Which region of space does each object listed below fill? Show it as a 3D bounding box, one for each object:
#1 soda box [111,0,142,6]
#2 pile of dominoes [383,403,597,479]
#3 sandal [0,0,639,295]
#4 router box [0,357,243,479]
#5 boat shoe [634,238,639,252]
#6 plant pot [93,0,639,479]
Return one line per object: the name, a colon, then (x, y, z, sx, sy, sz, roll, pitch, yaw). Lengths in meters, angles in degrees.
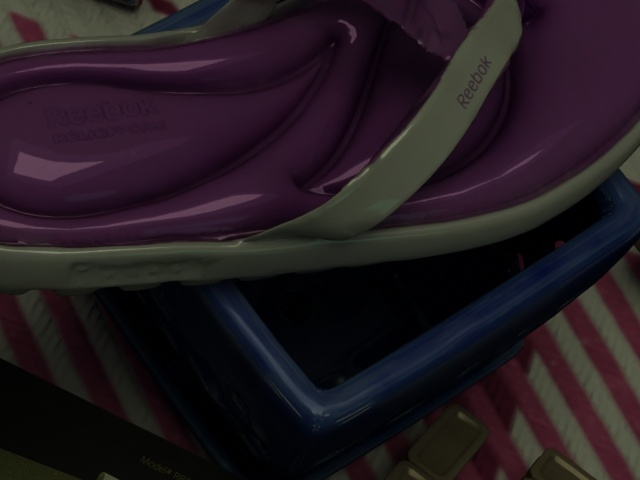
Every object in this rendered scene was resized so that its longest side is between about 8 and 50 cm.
soda box: (-0.110, -0.284, 1.230, 0.083, 0.092, 0.263, 20, 59, -3)
pile of dominoes: (0.092, 0.212, 0.992, 0.196, 0.040, 0.251, 37, 45, 10)
sandal: (0.007, -0.070, 0.885, 0.416, 0.102, 0.169, -18, 67, -22)
router box: (-0.229, 0.167, 0.958, 0.309, 0.081, 0.243, 25, 59, 2)
boat shoe: (0.360, -0.014, 1.172, 0.341, 0.121, 0.110, -10, 64, -20)
plant pot: (0.000, 0.000, 1.028, 0.236, 0.212, 0.236, -30, 72, -25)
